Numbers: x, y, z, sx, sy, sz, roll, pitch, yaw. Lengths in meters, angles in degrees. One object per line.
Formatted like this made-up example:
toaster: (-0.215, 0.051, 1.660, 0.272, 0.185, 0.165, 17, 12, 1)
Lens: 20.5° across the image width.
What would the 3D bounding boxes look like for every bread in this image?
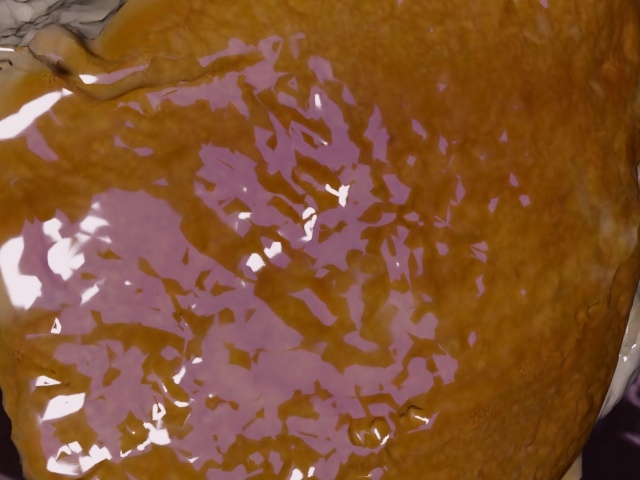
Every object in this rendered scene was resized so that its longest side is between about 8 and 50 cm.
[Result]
bread: (0.000, 0.000, 0.624, 0.279, 0.225, 0.250, -19, 105, -19)
